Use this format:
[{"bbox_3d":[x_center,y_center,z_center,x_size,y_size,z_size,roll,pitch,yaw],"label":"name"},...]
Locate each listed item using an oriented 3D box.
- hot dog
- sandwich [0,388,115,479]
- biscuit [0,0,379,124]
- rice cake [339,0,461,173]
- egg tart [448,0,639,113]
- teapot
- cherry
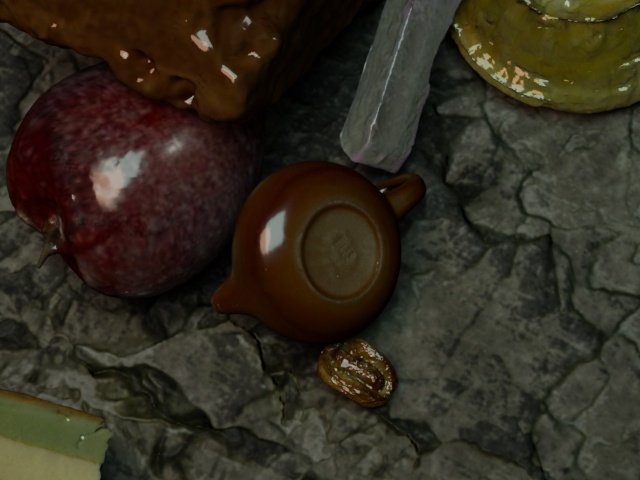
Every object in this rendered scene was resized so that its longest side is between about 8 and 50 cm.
[{"bbox_3d":[0.035,0.129,1.657,0.083,0.035,0.058,32,71,15],"label":"hot dog"},{"bbox_3d":[-0.318,0.239,1.613,0.198,0.227,0.155,20,66,-26],"label":"sandwich"},{"bbox_3d":[-0.123,-0.300,1.676,0.342,0.166,0.395,27,37,10],"label":"biscuit"},{"bbox_3d":[0.110,-0.261,1.741,0.064,0.070,0.399,12,81,52],"label":"rice cake"},{"bbox_3d":[0.267,-0.273,1.750,0.290,0.115,0.290,-3,67,7],"label":"egg tart"},{"bbox_3d":[0.000,0.000,1.668,0.252,0.135,0.178,-35,111,-29],"label":"teapot"},{"bbox_3d":[-0.176,-0.071,1.667,0.300,0.203,0.230,-33,58,-27],"label":"cherry"}]
